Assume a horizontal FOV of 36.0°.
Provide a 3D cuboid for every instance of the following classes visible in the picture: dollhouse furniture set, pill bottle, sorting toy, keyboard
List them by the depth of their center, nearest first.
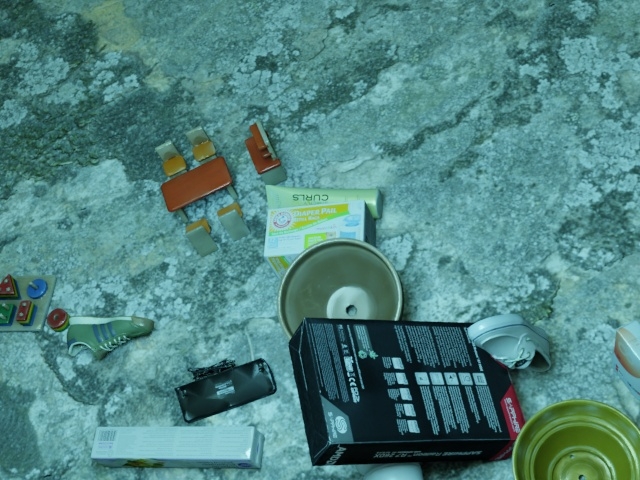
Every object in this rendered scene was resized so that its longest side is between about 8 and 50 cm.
[{"bbox_3d":[0.108,0.336,1.700,0.119,0.119,0.208,-17,56,8],"label":"pill bottle"},{"bbox_3d":[-0.183,0.277,1.893,0.192,0.038,0.100,-19,79,5],"label":"keyboard"},{"bbox_3d":[-0.215,-0.142,2.084,0.259,0.135,0.262,-26,56,2],"label":"dollhouse furniture set"},{"bbox_3d":[-0.659,0.129,2.123,0.275,0.046,0.132,-2,59,18],"label":"sorting toy"}]

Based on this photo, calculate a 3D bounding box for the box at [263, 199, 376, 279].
[{"bbox_3d":[0.000,0.000,1.947,0.203,0.103,0.114,-6,59,15],"label":"box"}]

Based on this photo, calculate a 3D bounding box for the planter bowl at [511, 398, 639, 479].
[{"bbox_3d":[0.422,0.373,1.590,0.217,0.090,0.217,-7,59,11],"label":"planter bowl"}]

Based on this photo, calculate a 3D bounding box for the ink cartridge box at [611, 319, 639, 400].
[{"bbox_3d":[0.542,0.237,1.601,0.045,0.145,0.179,-24,56,-3],"label":"ink cartridge box"}]

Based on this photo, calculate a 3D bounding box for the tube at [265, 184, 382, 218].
[{"bbox_3d":[0.005,-0.071,2.011,0.240,0.062,0.070,0,67,17],"label":"tube"}]

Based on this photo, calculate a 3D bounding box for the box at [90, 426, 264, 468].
[{"bbox_3d":[-0.267,0.385,1.828,0.324,0.063,0.067,-4,60,16],"label":"box"}]

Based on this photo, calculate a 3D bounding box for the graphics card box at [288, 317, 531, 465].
[{"bbox_3d":[0.145,0.250,1.641,0.371,0.094,0.232,4,54,-25],"label":"graphics card box"}]

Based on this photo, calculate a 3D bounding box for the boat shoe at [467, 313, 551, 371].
[{"bbox_3d":[0.334,0.179,1.665,0.083,0.226,0.075,-36,59,32],"label":"boat shoe"}]

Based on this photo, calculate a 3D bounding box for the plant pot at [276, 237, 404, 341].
[{"bbox_3d":[0.046,0.120,1.841,0.237,0.110,0.237,-4,75,15],"label":"plant pot"}]

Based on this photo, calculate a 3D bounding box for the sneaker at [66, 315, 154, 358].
[{"bbox_3d":[-0.431,0.201,1.998,0.192,0.064,0.086,-1,67,18],"label":"sneaker"}]
